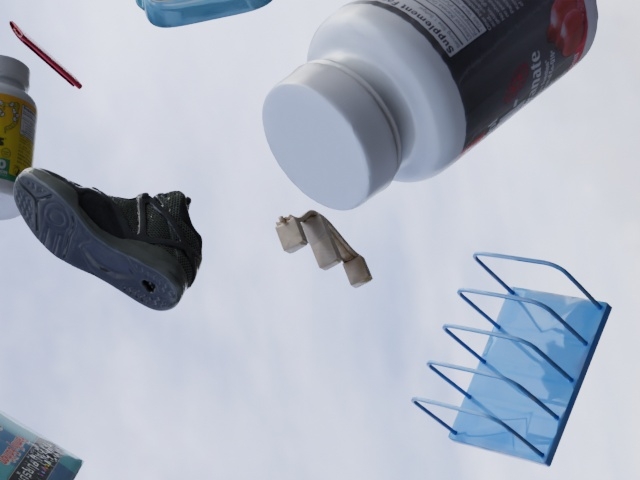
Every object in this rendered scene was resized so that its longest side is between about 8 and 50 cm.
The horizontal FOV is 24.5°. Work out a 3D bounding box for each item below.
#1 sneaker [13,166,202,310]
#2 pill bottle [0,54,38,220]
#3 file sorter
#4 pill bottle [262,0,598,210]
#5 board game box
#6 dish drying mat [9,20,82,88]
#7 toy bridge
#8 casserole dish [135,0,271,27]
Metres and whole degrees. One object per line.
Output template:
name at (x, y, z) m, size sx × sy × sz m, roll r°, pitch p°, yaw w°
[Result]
sneaker at (-0.230, -0.022, 1.663) m, size 0.130 × 0.227 × 0.087 m, roll -55°, pitch -7°, yaw -51°
pill bottle at (-0.447, -0.142, 2.009) m, size 0.117 × 0.117 × 0.208 m, roll 42°, pitch -136°, yaw -57°
file sorter at (0.178, 0.109, 1.411) m, size 0.104 × 0.118 × 0.170 m, roll 39°, pitch -111°, yaw -42°
pill bottle at (0.100, -0.164, 1.369) m, size 0.318 × 0.176 × 0.176 m, roll -38°, pitch -63°, yaw -31°
board game box at (-0.489, 0.265, 1.935) m, size 0.336 × 0.079 × 0.254 m, roll 32°, pitch -174°, yaw -4°
dish drying mat at (-0.247, -0.165, 1.324) m, size 0.083 × 0.008 × 0.032 m, roll 42°, pitch -175°, yaw -46°
toy bridge at (0.000, 0.000, 1.578) m, size 0.188 × 0.026 × 0.063 m, roll 30°, pitch -145°, yaw -60°
casserole dish at (-0.135, -0.317, 1.744) m, size 0.037 × 0.188 × 0.114 m, roll 59°, pitch -156°, yaw -63°
